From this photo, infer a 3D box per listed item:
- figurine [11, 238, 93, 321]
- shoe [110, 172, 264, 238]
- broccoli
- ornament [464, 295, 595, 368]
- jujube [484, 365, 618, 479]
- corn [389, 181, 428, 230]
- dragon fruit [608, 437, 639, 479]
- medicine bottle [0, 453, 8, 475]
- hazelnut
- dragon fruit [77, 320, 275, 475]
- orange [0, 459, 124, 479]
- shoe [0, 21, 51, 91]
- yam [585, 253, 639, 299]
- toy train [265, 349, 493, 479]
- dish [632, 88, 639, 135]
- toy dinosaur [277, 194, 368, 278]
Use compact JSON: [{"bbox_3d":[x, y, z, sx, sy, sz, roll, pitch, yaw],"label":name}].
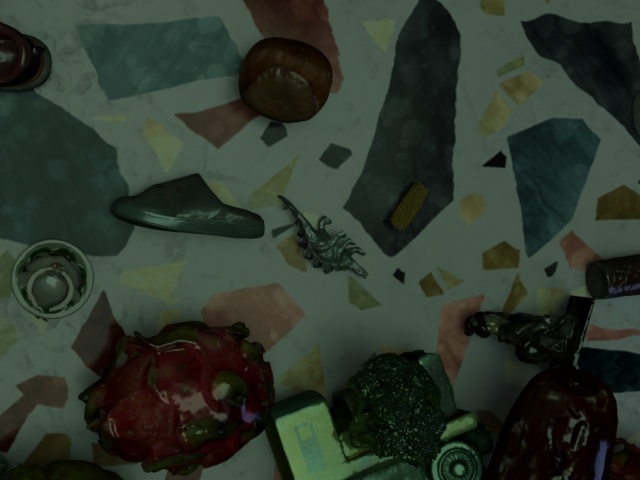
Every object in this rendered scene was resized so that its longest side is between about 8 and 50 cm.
[{"bbox_3d":[-0.411,0.068,1.528,0.132,0.153,0.132,-1,93,-14],"label":"figurine"},{"bbox_3d":[-0.206,-0.059,1.605,0.250,0.103,0.100,8,91,-20],"label":"shoe"},{"bbox_3d":[0.124,0.268,1.557,0.195,0.195,0.156,39,123,-13],"label":"broccoli"},{"bbox_3d":[0.354,0.147,1.751,0.196,0.166,0.153,15,87,0],"label":"ornament"},{"bbox_3d":[0.382,0.369,1.642,0.223,0.223,0.318,4,112,-15],"label":"jujube"},{"bbox_3d":[0.153,-0.059,1.729,0.037,0.037,0.092,35,86,-14],"label":"corn"},{"bbox_3d":[0.560,0.495,1.784,0.307,0.243,0.228,-14,125,23],"label":"dragon fruit"},{"bbox_3d":[-0.573,0.443,1.542,0.124,0.079,0.258,35,83,-8],"label":"medicine bottle"},{"bbox_3d":[-0.053,-0.267,1.618,0.150,0.150,0.150,-1,93,-15],"label":"hazelnut"},{"bbox_3d":[-0.219,0.246,1.554,0.302,0.237,0.231,-23,77,-2],"label":"dragon fruit"},{"bbox_3d":[-0.402,0.471,1.512,0.300,0.223,0.301,-5,113,-29],"label":"orange"},{"bbox_3d":[-0.551,-0.278,1.484,0.290,0.137,0.114,3,91,-14],"label":"shoe"},{"bbox_3d":[0.565,0.065,1.822,0.141,0.079,0.079,-6,94,-13],"label":"yam"},{"bbox_3d":[0.093,0.345,1.677,0.396,0.160,0.253,-18,88,-14],"label":"toy train"},{"bbox_3d":[0.655,-0.237,1.830,0.141,0.078,0.141,-1,93,-15],"label":"dish"},{"bbox_3d":[0.000,0.000,1.691,0.209,0.039,0.082,44,83,-12],"label":"toy dinosaur"}]
